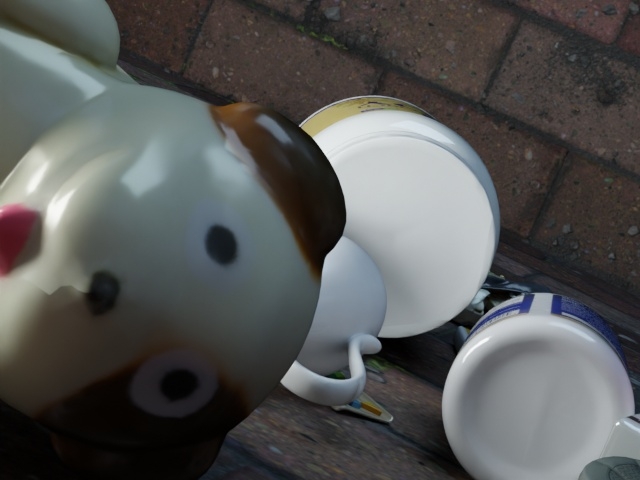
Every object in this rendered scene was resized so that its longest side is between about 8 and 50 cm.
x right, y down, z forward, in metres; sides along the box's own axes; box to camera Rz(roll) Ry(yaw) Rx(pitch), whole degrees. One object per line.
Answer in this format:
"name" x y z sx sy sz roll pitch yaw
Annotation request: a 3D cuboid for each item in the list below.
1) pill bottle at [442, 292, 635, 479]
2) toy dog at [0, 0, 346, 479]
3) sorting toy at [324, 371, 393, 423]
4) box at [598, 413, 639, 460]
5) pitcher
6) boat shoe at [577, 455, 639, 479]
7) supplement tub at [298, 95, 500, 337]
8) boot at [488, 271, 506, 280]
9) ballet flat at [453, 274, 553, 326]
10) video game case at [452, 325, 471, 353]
"pill bottle" 0.192 0.125 1.225 0.153 0.153 0.265 25 9 8
"toy dog" -0.192 -0.021 0.835 0.408 0.284 0.395 30 -8 29
"sorting toy" 0.019 0.129 1.200 0.062 0.012 0.083 18 11 -36
"box" 0.294 0.219 1.040 0.181 0.119 0.182 28 9 25
"pitcher" -0.011 0.069 1.143 0.178 0.125 0.207 33 21 23
"boat shoe" 0.290 0.256 0.882 0.320 0.103 0.118 29 22 22
"supplement tub" 0.065 -0.030 1.542 0.241 0.241 0.331 23 8 -7
"boot" 0.190 0.045 2.001 0.165 0.077 0.213 26 14 19
"ballet flat" 0.219 0.081 1.841 0.203 0.074 0.074 8 13 -16
"video game case" 0.254 0.170 1.570 0.206 0.026 0.227 24 9 -4
